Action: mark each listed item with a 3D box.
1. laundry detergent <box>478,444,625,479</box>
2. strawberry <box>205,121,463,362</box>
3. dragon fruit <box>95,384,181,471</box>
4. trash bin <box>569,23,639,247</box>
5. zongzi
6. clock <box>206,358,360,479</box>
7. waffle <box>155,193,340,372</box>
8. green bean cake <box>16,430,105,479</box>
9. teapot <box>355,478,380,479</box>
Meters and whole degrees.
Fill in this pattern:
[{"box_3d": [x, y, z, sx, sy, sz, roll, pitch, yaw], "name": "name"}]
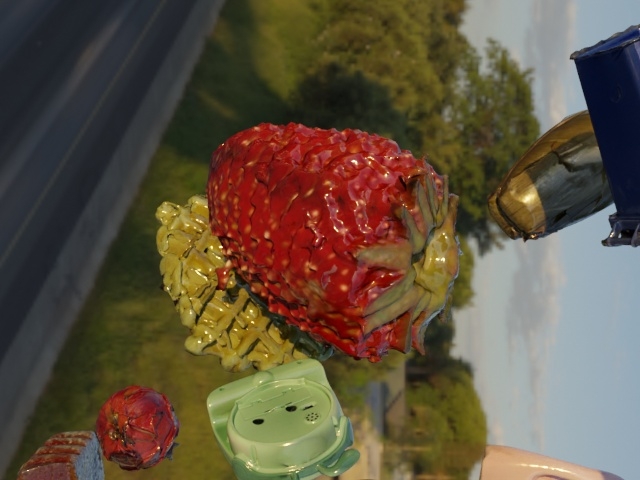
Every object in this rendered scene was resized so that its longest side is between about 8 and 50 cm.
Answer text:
[{"box_3d": [0.433, 0.433, 1.625, 0.088, 0.335, 0.159, -67, 162, -46], "name": "laundry detergent"}, {"box_3d": [-0.001, 0.002, 1.202, 0.292, 0.343, 0.292, -12, 104, -56], "name": "strawberry"}, {"box_3d": [-0.373, 0.383, 1.985, 0.209, 0.172, 0.172, 55, 34, -61], "name": "dragon fruit"}, {"box_3d": [0.375, -0.117, 1.054, 0.234, 0.184, 0.162, 66, -17, -10], "name": "trash bin"}, {"box_3d": [0.411, -0.118, 1.384, 0.145, 0.274, 0.300, 57, -32, -6], "name": "zongzi"}, {"box_3d": [-0.037, 0.212, 1.087, 0.188, 0.148, 0.060, -135, -149, -58], "name": "clock"}, {"box_3d": [-0.092, 0.051, 1.392, 0.073, 0.297, 0.317, -47, -132, 43], "name": "waffle"}, {"box_3d": [-0.406, 0.431, 1.546, 0.198, 0.097, 0.232, -89, 175, -80], "name": "green bean cake"}, {"box_3d": [0.051, 0.515, 1.682, 0.163, 0.221, 0.178, -6, -81, 52], "name": "teapot"}]
